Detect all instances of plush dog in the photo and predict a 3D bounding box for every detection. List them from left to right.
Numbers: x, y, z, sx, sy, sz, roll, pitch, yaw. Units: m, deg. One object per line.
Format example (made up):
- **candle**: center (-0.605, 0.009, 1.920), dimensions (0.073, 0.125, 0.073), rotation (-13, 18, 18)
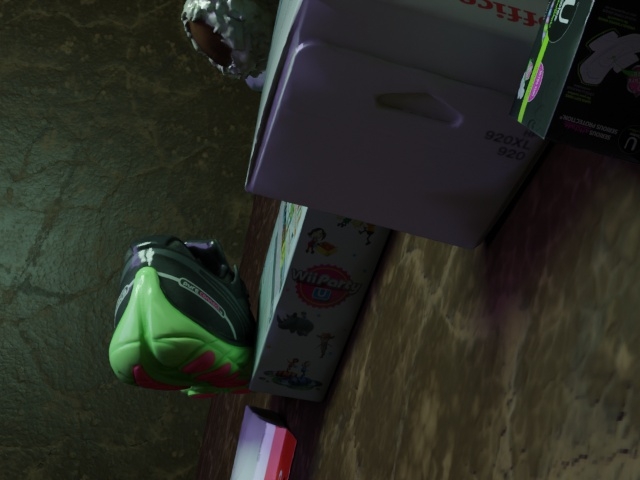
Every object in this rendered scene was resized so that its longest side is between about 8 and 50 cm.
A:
- **plush dog**: center (0.024, -0.267, 0.793), dimensions (0.262, 0.226, 0.210), rotation (-47, 26, 46)

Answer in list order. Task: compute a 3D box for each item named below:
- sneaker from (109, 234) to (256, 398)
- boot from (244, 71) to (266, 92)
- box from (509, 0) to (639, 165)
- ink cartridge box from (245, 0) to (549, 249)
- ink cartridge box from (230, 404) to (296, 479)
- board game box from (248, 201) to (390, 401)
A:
- **sneaker**: center (-0.142, 0.105, 1.156), dimensions (0.483, 0.185, 0.202), rotation (71, -167, -75)
- **boot**: center (-0.013, -0.295, 1.209), dimensions (0.229, 0.091, 0.262), rotation (6, -87, -58)
- **box**: center (0.134, -0.087, 0.406), dimensions (0.062, 0.052, 0.083), rotation (-102, 28, -71)
- **ink cartridge box**: center (0.057, -0.145, 0.585), dimensions (0.168, 0.171, 0.232), rotation (112, 168, -46)
- **ink cartridge box**: center (-0.093, 0.345, 1.211), dimensions (0.232, 0.066, 0.188), rotation (147, 135, -84)
- **board game box**: center (0.000, 0.000, 0.990), dimensions (0.224, 0.098, 0.303), rotation (-91, 15, -54)
